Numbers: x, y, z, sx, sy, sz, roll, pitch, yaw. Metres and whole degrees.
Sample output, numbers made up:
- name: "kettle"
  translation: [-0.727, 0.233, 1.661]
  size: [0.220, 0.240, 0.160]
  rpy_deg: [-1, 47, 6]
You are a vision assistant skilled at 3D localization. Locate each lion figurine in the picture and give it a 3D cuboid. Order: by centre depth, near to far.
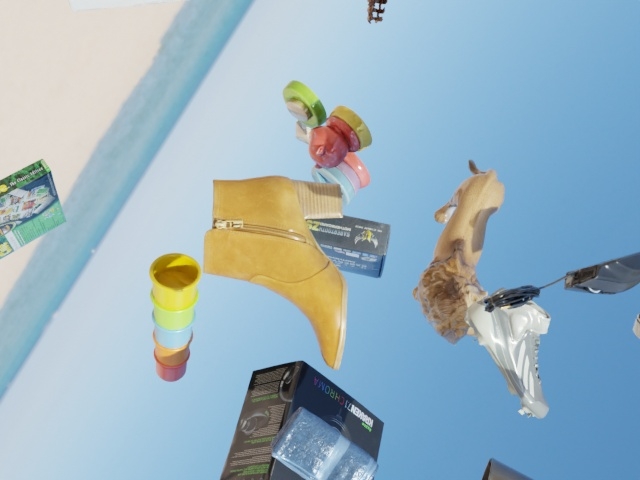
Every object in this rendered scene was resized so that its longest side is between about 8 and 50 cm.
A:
- name: "lion figurine"
  translation: [0.259, -0.002, 1.328]
  size: [0.240, 0.142, 0.393]
  rpy_deg: [92, 9, -76]

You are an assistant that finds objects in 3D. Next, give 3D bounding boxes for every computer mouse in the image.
- name: "computer mouse"
  translation: [0.284, 0.055, 0.840]
  size: [0.071, 0.241, 0.041]
  rpy_deg: [-29, -105, 65]

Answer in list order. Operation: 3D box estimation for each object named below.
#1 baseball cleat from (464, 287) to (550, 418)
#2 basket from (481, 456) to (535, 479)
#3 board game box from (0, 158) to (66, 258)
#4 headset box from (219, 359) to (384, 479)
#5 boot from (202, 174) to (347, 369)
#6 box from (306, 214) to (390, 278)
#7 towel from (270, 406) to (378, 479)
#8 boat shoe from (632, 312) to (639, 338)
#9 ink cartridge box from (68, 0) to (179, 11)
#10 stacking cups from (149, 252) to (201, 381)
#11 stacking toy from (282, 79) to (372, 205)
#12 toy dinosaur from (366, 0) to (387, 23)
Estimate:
- name: "baseball cleat"
  translation: [0.291, 0.159, 1.042]
  size: [0.109, 0.206, 0.072]
  rpy_deg: [-33, -162, 11]
- name: "basket"
  translation: [0.455, 0.600, 1.609]
  size: [0.204, 0.226, 0.154]
  rpy_deg: [-55, 160, -54]
- name: "board game box"
  translation: [-0.480, -0.043, 1.175]
  size: [0.136, 0.030, 0.260]
  rpy_deg: [-36, 176, -21]
- name: "headset box"
  translation: [-0.032, 0.397, 1.285]
  size: [0.131, 0.246, 0.283]
  rpy_deg: [-20, -140, 38]
- name: "boot"
  translation: [-0.070, 0.051, 1.109]
  size: [0.104, 0.211, 0.295]
  rpy_deg: [157, -70, -84]
- name: "box"
  translation: [0.000, 0.000, 1.271]
  size: [0.183, 0.232, 0.059]
  rpy_deg: [84, 19, -76]
- name: "towel"
  translation: [0.005, 0.253, 0.863]
  size: [0.067, 0.119, 0.029]
  rpy_deg: [-53, -178, -2]
- name: "boat shoe"
  translation: [0.504, 0.143, 0.964]
  size: [0.219, 0.077, 0.070]
  rpy_deg: [46, -46, 49]
- name: "ink cartridge box"
  translation: [-0.260, -0.441, 0.936]
  size: [0.233, 0.168, 0.171]
  rpy_deg: [91, -8, -57]
- name: "stacking cups"
  translation: [-0.292, 0.167, 1.438]
  size: [0.096, 0.095, 0.316]
  rpy_deg: [-74, 179, -48]
- name: "stacking toy"
  translation: [-0.015, -0.225, 1.813]
  size: [0.130, 0.279, 0.309]
  rpy_deg: [-44, 156, -17]
- name: "toy dinosaur"
  translation: [0.129, -0.457, 0.992]
  size: [0.218, 0.164, 0.322]
  rpy_deg: [-124, -159, -45]
